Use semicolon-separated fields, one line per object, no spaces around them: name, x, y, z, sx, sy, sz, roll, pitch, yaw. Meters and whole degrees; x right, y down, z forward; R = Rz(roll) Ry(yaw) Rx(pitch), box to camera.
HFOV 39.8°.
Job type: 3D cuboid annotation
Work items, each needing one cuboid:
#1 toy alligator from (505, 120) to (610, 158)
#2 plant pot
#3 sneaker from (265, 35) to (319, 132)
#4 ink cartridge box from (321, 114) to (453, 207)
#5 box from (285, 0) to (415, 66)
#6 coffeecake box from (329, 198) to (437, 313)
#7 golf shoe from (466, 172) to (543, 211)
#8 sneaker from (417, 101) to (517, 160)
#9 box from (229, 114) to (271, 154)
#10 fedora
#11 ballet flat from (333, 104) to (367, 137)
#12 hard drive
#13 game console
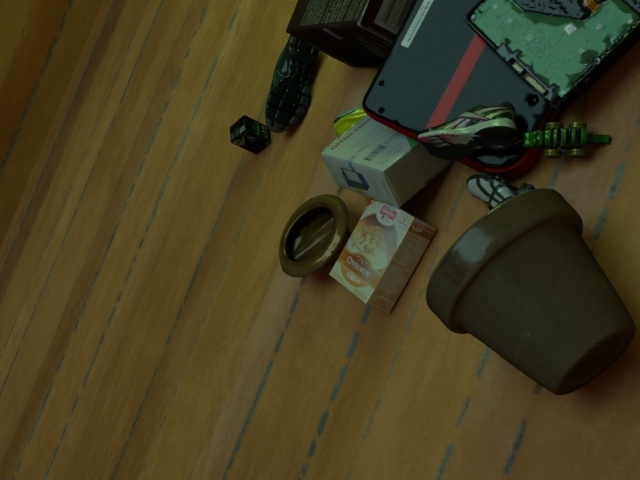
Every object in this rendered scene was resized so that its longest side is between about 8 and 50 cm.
toy alligator;0.370;-0.165;1.439;0.190;0.051;0.056;2;85;24
plant pot;0.322;0.091;1.283;0.263;0.263;0.229;-51;56;20
sneaker;-0.069;-0.382;2.140;0.267;0.101;0.106;-71;16;-6
ink cartridge box;0.126;-0.163;1.713;0.154;0.093;0.212;-40;34;-18
box;0.094;-0.454;1.820;0.143;0.191;0.381;-66;25;2
coffeecake box;0.117;0.022;1.693;0.185;0.068;0.142;-61;36;6
golf shoe;0.308;-0.056;1.494;0.198;0.077;0.094;23;90;54
sneaker;0.255;-0.190;1.501;0.178;0.072;0.077;-4;52;32
box;-0.173;-0.261;2.188;0.062;0.083;0.052;-34;49;35
fedora;0.000;0.000;1.840;0.194;0.079;0.194;-25;51;34
ballet flat;0.128;-0.267;1.837;0.231;0.077;0.077;-30;72;30
hard drive;0.433;-0.405;1.436;0.339;0.064;0.237;-45;66;12
game console;0.293;-0.332;1.566;0.342;0.060;0.386;31;96;28
